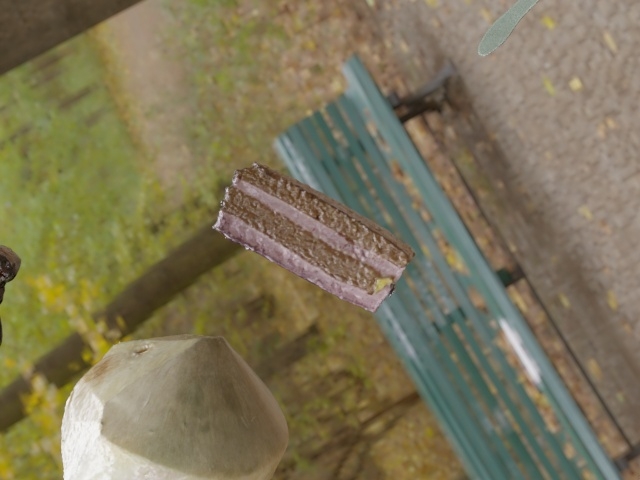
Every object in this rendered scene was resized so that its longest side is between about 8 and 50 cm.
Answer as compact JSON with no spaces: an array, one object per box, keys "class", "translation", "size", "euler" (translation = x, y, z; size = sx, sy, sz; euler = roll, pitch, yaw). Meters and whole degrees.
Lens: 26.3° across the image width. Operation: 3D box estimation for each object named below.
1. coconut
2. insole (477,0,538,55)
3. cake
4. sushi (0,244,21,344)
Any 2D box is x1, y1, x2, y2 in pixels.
[{"class":"coconut","translation":[-0.247,0.316,2.224],"size":[0.415,0.345,0.415],"euler":[-25,61,57]},{"class":"insole","translation":[0.309,-0.358,2.221],"size":[0.002,0.152,0.053],"euler":[41,-175,-40]},{"class":"cake","translation":[0.000,0.000,1.855],"size":[0.295,0.115,0.113],"euler":[26,-173,-19]},{"class":"sushi","translation":[-0.470,0.052,1.616],"size":[0.215,0.212,0.227],"euler":[58,-141,-28]}]
